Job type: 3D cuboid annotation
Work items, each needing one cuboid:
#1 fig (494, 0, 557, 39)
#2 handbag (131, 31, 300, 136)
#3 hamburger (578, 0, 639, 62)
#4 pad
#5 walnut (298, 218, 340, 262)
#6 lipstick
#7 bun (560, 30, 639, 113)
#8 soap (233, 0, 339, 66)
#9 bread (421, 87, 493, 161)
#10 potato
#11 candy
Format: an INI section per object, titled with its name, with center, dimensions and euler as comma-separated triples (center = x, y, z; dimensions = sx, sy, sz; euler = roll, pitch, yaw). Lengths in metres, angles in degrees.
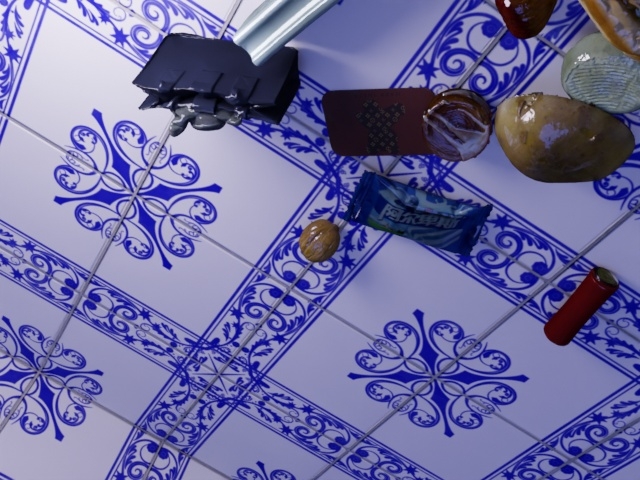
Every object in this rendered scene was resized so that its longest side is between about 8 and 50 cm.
[fig]
center = 0.405, -0.474, 1.616
dimensions = 0.119, 0.153, 0.119
euler = 31, 173, 4
[handbag]
center = -0.222, -0.334, 1.814
dimensions = 0.325, 0.269, 0.118
euler = 8, 132, 12
[hamburger]
center = 0.543, -0.470, 1.429
dimensions = 0.174, 0.284, 0.304
euler = -31, 111, 36
[pad]
center = 0.140, -0.271, 1.920
dimensions = 0.267, 0.004, 0.181
euler = 1, 128, 19
[walnut]
center = 0.000, 0.000, 2.134
dimensions = 0.105, 0.105, 0.124
euler = 40, 118, -16
[lipstick]
center = 0.645, 0.166, 2.063
dimensions = 0.080, 0.080, 0.241
euler = 25, 131, -2
[bun]
center = 0.574, -0.340, 1.634
dimensions = 0.195, 0.118, 0.195
euler = 14, 151, 8
[soap]
center = -0.046, -0.487, 1.699
dimensions = 0.265, 0.160, 0.087
euler = -30, 114, 36
[bread]
center = 0.301, -0.254, 1.831
dimensions = 0.160, 0.073, 0.160
euler = 6, 125, 9
[potato]
center = 0.498, -0.194, 1.737
dimensions = 0.299, 0.116, 0.239
euler = 18, 153, 6
[candy]
center = 0.233, -0.066, 2.013
dimensions = 0.331, 0.077, 0.187
euler = 19, 134, -1
